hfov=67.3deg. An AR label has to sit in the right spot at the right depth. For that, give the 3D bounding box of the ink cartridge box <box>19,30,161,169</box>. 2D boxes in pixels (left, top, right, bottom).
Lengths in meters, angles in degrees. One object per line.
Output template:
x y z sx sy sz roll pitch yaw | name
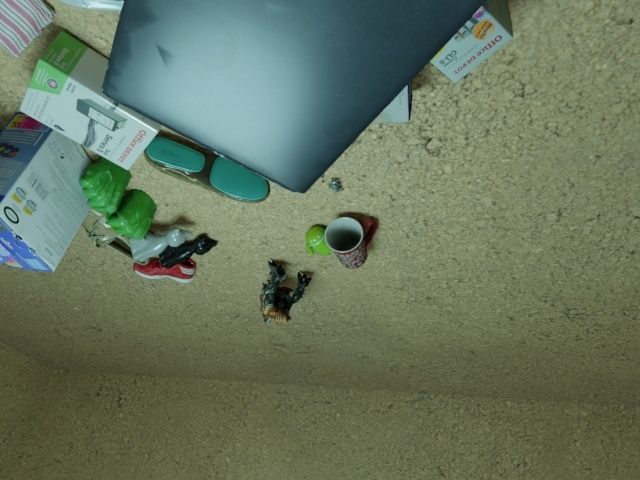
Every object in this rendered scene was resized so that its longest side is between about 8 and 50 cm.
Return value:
-0.525 -0.317 1.136 0.273 0.114 0.198 31 140 -28 | ink cartridge box

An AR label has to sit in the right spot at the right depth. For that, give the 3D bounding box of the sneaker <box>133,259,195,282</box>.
-0.570 0.083 1.772 0.221 0.087 0.128 8 139 -20 | sneaker

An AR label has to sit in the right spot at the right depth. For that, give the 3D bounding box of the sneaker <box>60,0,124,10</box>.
-0.389 -0.486 0.901 0.258 0.094 0.091 6 127 -2 | sneaker

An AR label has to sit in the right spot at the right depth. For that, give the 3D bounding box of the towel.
-0.669 -0.481 1.013 0.197 0.029 0.144 -18 136 34 | towel

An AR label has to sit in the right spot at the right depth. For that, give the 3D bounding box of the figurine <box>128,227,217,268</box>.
-0.486 0.014 1.596 0.210 0.092 0.215 -15 161 20 | figurine

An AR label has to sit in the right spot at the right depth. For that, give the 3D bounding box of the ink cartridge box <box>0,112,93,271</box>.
-0.765 -0.101 1.260 0.151 0.395 0.270 4 145 8 | ink cartridge box

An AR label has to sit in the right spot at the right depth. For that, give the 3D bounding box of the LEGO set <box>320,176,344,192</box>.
0.029 -0.153 1.315 0.083 0.023 0.054 15 145 -8 | LEGO set

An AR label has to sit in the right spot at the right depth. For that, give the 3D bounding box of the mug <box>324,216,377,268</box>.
0.103 0.014 1.451 0.151 0.113 0.169 -9 154 10 | mug

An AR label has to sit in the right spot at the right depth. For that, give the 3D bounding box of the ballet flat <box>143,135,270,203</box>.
-0.304 -0.179 1.302 0.343 0.116 0.124 17 165 -10 | ballet flat

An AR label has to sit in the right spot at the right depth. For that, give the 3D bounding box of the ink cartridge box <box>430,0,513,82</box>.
0.223 -0.394 0.829 0.176 0.127 0.128 28 141 -26 | ink cartridge box

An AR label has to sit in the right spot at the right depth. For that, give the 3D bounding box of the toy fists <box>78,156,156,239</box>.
-0.600 -0.113 1.425 0.096 0.142 0.279 -2 143 16 | toy fists

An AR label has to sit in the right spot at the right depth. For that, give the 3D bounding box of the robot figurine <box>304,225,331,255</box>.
0.000 0.000 1.504 0.101 0.067 0.115 -36 130 12 | robot figurine

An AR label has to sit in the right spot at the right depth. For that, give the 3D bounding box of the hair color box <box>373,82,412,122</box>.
0.013 -0.337 0.984 0.339 0.110 0.185 2 146 14 | hair color box

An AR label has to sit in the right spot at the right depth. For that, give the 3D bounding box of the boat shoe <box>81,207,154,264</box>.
-0.707 -0.033 1.594 0.341 0.110 0.122 32 140 -29 | boat shoe

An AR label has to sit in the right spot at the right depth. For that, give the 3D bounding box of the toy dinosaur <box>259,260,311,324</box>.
-0.137 0.210 1.696 0.164 0.218 0.322 20 -171 -41 | toy dinosaur

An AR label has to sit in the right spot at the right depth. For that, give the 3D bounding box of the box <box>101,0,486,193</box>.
0.013 -0.400 0.570 0.298 0.471 0.480 24 142 -20 | box
